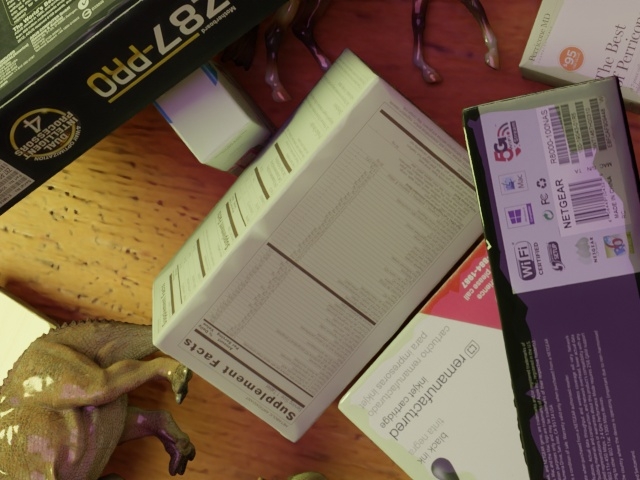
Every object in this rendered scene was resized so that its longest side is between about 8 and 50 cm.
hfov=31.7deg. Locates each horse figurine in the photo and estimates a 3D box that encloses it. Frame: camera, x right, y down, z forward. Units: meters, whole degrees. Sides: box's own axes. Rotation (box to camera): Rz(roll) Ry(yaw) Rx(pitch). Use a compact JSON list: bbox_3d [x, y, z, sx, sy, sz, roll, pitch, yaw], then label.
[{"bbox_3d":[0.034,-0.206,0.896,0.263,0.066,0.174,-7,94,12],"label":"horse figurine"}]

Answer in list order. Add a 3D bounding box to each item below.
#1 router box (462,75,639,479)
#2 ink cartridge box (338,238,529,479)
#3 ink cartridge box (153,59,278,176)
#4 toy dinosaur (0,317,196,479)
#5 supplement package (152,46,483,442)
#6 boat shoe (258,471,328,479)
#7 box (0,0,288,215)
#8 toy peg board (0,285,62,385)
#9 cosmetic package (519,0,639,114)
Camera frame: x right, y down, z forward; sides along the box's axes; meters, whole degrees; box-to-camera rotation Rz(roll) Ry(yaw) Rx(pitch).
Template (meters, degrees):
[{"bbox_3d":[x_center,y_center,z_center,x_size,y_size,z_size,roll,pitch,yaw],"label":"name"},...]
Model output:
[{"bbox_3d":[0.159,0.080,0.643,0.081,0.243,0.309,-11,85,14],"label":"router box"},{"bbox_3d":[0.183,0.138,0.820,0.273,0.114,0.197,42,99,11],"label":"ink cartridge box"},{"bbox_3d":[-0.082,-0.101,0.894,0.052,0.122,0.088,-41,80,6],"label":"ink cartridge box"},{"bbox_3d":[-0.212,0.145,0.851,0.200,0.127,0.295,20,65,15],"label":"toy dinosaur"},{"bbox_3d":[0.000,0.000,0.839,0.139,0.134,0.244,38,99,-18],"label":"supplement package"},{"bbox_3d":[-0.014,0.235,0.841,0.342,0.123,0.123,0,70,42],"label":"boat shoe"},{"bbox_3d":[-0.203,-0.225,0.878,0.395,0.097,0.318,-36,54,11],"label":"box"},{"bbox_3d":[-0.279,0.123,0.973,0.161,0.079,0.161,26,94,30],"label":"toy peg board"},{"bbox_3d":[0.235,-0.225,0.845,0.099,0.060,0.239,19,93,15],"label":"cosmetic package"}]
